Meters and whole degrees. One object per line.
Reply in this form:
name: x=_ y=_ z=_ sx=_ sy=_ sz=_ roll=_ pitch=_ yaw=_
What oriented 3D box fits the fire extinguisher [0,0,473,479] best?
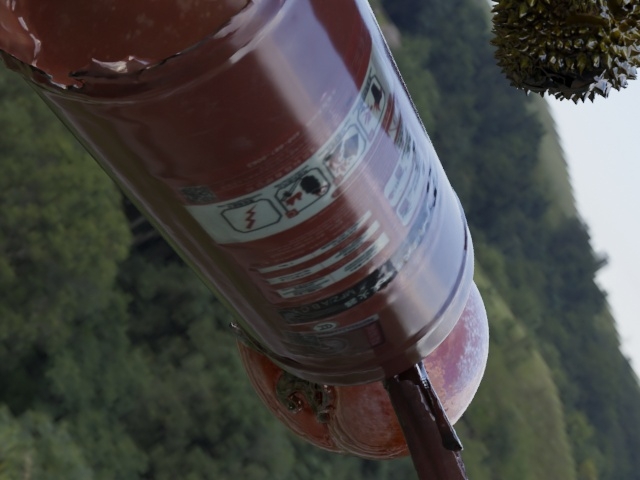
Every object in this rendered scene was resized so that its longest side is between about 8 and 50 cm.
fire extinguisher: x=0.000 y=0.000 z=0.516 sx=0.337 sy=0.106 sz=0.147 roll=55 pitch=16 yaw=-58

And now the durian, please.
durian: x=0.263 y=-0.214 z=1.423 sx=0.193 sy=0.138 sz=0.237 roll=12 pitch=-9 yaw=19

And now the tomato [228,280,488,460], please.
tomato: x=0.045 y=0.080 z=1.401 sx=0.270 sy=0.227 sz=0.270 roll=36 pitch=-34 yaw=29
